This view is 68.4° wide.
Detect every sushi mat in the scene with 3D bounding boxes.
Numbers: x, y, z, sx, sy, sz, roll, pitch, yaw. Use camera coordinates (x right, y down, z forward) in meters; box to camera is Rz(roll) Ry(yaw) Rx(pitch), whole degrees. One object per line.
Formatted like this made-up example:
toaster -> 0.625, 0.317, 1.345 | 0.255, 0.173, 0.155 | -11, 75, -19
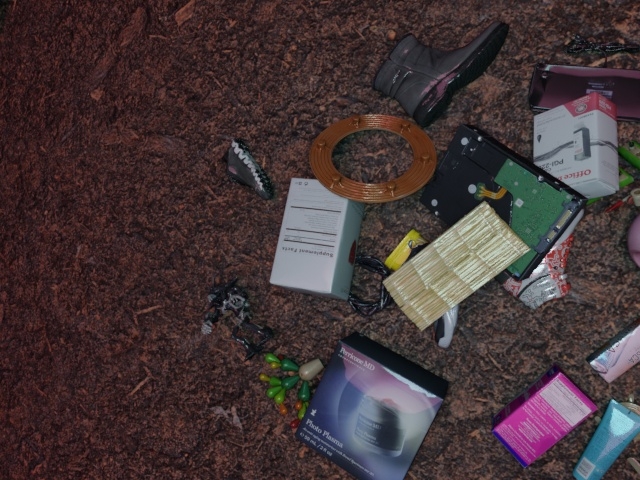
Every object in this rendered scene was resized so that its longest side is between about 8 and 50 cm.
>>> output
sushi mat -> 0.309, 0.062, 1.103 | 0.316, 0.019, 0.151 | -41, 75, 15

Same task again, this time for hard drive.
hard drive -> 0.420, -0.097, 1.135 | 0.339, 0.064, 0.236 | 47, 129, 34

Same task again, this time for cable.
cable -> 0.125, 0.117, 1.329 | 0.151, 0.047, 0.184 | -38, 75, 16

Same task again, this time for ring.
ring -> 0.138, -0.233, 1.244 | 0.337, 0.032, 0.336 | -3, 52, 4

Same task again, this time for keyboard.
keyboard -> 0.691, -0.399, 1.156 | 0.317, 0.033, 0.201 | 13, 93, 19

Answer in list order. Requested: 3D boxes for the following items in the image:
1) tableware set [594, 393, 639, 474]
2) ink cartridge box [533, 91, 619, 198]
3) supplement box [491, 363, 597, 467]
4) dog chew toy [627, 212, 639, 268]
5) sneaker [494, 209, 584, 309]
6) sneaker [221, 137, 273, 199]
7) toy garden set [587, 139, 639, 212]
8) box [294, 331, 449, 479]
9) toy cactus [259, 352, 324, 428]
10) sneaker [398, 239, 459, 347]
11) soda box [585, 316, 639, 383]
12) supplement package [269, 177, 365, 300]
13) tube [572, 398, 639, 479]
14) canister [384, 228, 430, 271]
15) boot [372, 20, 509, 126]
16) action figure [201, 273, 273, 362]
tableware set -> 0.758, 0.462, 1.091 | 0.128, 0.039, 0.194 | -45, 68, 29
ink cartridge box -> 0.587, -0.205, 1.092 | 0.159, 0.092, 0.217 | -16, 65, 56
supplement box -> 0.532, 0.418, 1.136 | 0.220, 0.111, 0.114 | -46, 74, 12
dog chew toy -> 0.841, -0.048, 1.004 | 0.332, 0.206, 0.206 | -41, 75, 6
sneaker -> 0.574, 0.046, 1.150 | 0.145, 0.090, 0.270 | 46, 106, 15
sneaker -> -0.232, -0.202, 1.459 | 0.106, 0.078, 0.234 | -40, 72, 17
toy garden set -> 0.711, -0.159, 1.059 | 0.244, 0.049, 0.203 | -30, 33, 16
box -> 0.136, 0.445, 1.243 | 0.296, 0.183, 0.294 | 26, 95, 19
toy cactus -> -0.070, 0.410, 1.368 | 0.181, 0.112, 0.219 | -31, 58, -6
sneaker -> 0.270, 0.126, 1.180 | 0.153, 0.101, 0.268 | 4, 87, 20
soda box -> 0.721, 0.250, 1.103 | 0.183, 0.058, 0.063 | -45, 75, 12
supplement package -> 0.000, 0.000, 1.286 | 0.175, 0.177, 0.292 | 7, 80, 20
tube -> 0.669, 0.481, 1.104 | 0.080, 0.052, 0.207 | 32, 105, 27
canister -> 0.277, 0.070, 1.264 | 0.170, 0.073, 0.126 | 41, 102, 15
boot -> 0.309, -0.493, 1.258 | 0.338, 0.118, 0.222 | -44, 70, 9
action figure -> -0.270, 0.221, 1.421 | 0.275, 0.141, 0.164 | 46, 104, 12
